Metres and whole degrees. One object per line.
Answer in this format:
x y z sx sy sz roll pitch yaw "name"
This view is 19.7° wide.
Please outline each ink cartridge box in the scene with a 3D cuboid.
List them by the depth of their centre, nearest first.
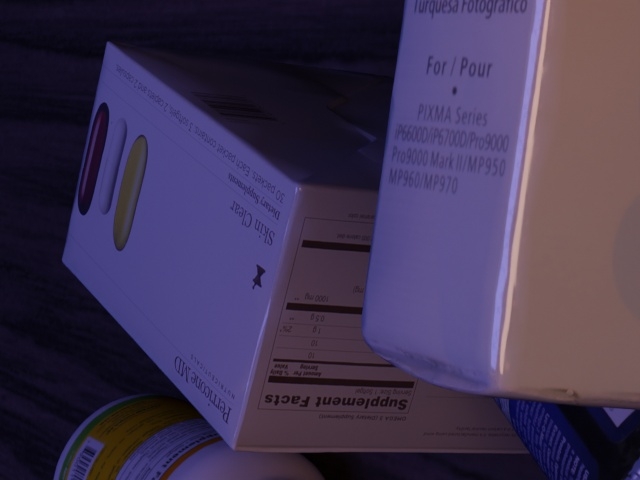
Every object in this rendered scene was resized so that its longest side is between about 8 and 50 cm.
0.187 -0.131 0.633 0.091 0.308 0.385 16 98 60 "ink cartridge box"

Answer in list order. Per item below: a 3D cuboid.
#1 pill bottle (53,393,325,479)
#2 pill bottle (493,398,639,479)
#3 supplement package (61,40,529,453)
-0.072 0.188 1.213 0.245 0.136 0.136 13 97 60 "pill bottle"
0.158 0.082 0.839 0.219 0.122 0.123 58 134 46 "pill bottle"
0.000 0.000 1.045 0.262 0.204 0.145 38 119 55 "supplement package"
